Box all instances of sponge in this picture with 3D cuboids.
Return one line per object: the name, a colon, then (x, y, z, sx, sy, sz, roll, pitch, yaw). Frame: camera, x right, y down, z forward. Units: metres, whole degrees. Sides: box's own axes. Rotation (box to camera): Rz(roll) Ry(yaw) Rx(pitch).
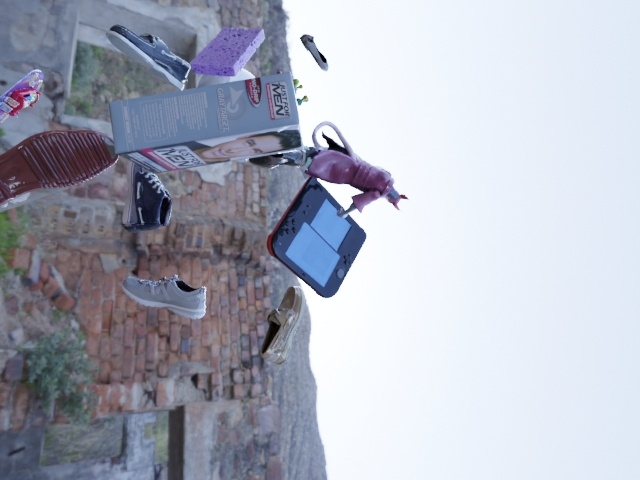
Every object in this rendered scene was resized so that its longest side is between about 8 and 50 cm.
sponge: (-0.234, -0.486, 1.075, 0.031, 0.117, 0.210, 85, 19, -48)

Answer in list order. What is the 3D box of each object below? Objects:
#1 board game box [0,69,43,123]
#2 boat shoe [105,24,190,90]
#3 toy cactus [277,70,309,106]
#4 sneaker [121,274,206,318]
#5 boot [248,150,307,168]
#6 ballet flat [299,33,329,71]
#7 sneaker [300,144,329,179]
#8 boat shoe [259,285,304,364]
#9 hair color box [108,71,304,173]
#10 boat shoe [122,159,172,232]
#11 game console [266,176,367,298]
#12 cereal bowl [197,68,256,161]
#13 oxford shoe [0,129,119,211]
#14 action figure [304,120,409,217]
board game box: (-0.711, -0.330, 1.004, 0.133, 0.033, 0.169, -17, -142, 57)
boat shoe: (-0.487, -0.545, 1.215, 0.091, 0.114, 0.302, -64, 169, 2)
toy cactus: (-0.142, -0.643, 1.885, 0.112, 0.219, 0.181, 15, -89, 28)
sneaker: (-0.499, 0.157, 1.363, 0.105, 0.280, 0.116, -84, -169, -80)
boot: (-0.155, -0.258, 1.232, 0.197, 0.137, 0.077, 1, -88, 25)
ballet flat: (-0.013, -0.849, 1.894, 0.058, 0.249, 0.084, -27, -114, 19)
sneaker: (-0.021, -0.337, 1.662, 0.256, 0.150, 0.094, -112, 180, -50)
boat shoe: (-0.158, 0.333, 1.745, 0.121, 0.110, 0.342, -22, -135, 46)
hair color box: (-0.230, -0.247, 0.922, 0.185, 0.373, 0.114, 70, 10, -87)
boat shoe: (-0.627, -0.197, 1.568, 0.157, 0.127, 0.341, -2, -99, 15)
game console: (0.000, 0.000, 1.602, 0.060, 0.386, 0.342, 11, -117, 52)
cereal bowl: (-0.270, -0.461, 1.494, 0.141, 0.338, 0.340, -11, -107, 31)
oxford shoe: (-0.627, -0.152, 0.924, 0.130, 0.348, 0.123, -7, -73, 59)
action figure: (0.135, -0.229, 1.377, 0.248, 0.369, 0.276, -61, 177, -34)
